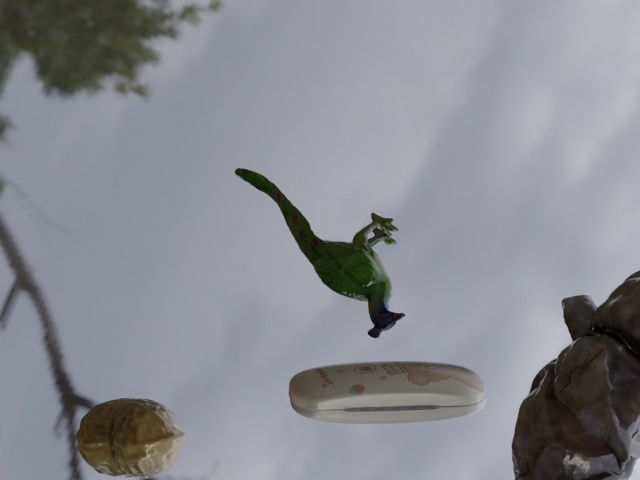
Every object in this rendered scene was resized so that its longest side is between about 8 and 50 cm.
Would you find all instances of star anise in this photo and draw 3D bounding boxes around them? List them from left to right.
[{"bbox_3d":[0.219,0.116,1.353,0.359,0.139,0.316,-46,168,-29],"label":"star anise"}]

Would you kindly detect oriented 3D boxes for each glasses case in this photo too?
[{"bbox_3d":[0.069,0.156,1.789,0.081,0.204,0.051,-105,-165,-67],"label":"glasses case"}]

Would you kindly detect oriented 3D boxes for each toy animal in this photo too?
[{"bbox_3d":[0.015,-0.007,1.417,0.217,0.075,0.041,50,-20,34],"label":"toy animal"}]

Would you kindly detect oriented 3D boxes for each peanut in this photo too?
[{"bbox_3d":[-0.199,0.205,1.806,0.194,0.093,0.083,-19,-130,66],"label":"peanut"}]
